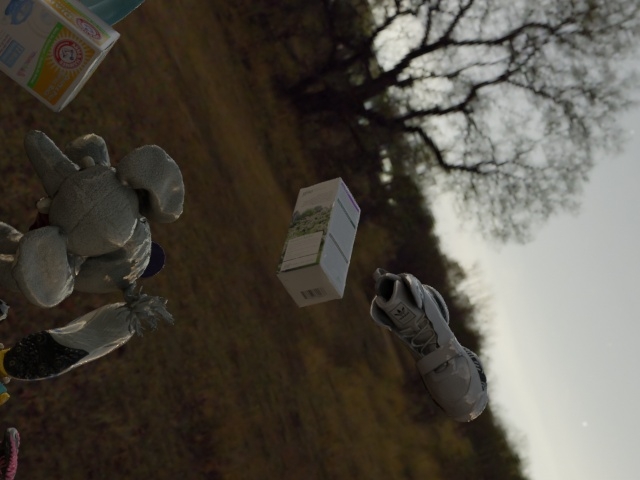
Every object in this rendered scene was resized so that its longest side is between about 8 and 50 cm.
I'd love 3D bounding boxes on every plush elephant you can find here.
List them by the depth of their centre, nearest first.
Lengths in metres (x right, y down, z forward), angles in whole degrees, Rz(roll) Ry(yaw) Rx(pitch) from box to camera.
[{"bbox_3d":[-0.327,-0.036,1.240,0.330,0.272,0.255,42,-26,18],"label":"plush elephant"}]

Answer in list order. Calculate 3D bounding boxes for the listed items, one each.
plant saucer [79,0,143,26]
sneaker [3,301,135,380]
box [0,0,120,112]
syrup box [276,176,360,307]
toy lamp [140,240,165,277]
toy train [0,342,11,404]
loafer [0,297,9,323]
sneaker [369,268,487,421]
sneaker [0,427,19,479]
[{"bbox_3d":[-0.268,-0.436,1.357,0.043,0.317,0.317,44,7,-5],"label":"plant saucer"},{"bbox_3d":[-0.413,0.176,1.520,0.085,0.237,0.086,59,-32,13],"label":"sneaker"},{"bbox_3d":[-0.381,-0.282,1.184,0.203,0.114,0.103,39,20,-15],"label":"box"},{"bbox_3d":[0.000,0.000,1.680,0.096,0.093,0.237,57,31,-34],"label":"syrup box"},{"bbox_3d":[-0.361,0.000,1.750,0.080,0.080,0.274,67,-11,-21],"label":"toy lamp"},{"bbox_3d":[-0.622,0.240,1.674,0.046,0.125,0.166,122,-24,-51],"label":"toy train"},{"bbox_3d":[-0.495,0.161,1.244,0.080,0.220,0.078,46,14,34],"label":"loafer"},{"bbox_3d":[0.219,0.215,1.951,0.210,0.137,0.366,35,25,-44],"label":"sneaker"},{"bbox_3d":[-0.556,0.375,1.580,0.047,0.057,0.119,-98,-160,-64],"label":"sneaker"}]
